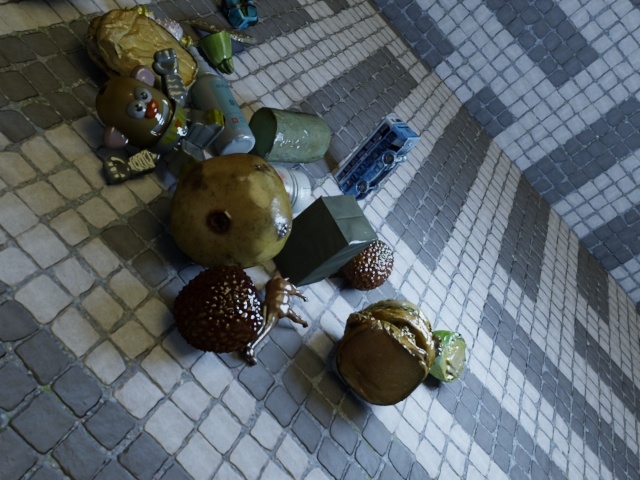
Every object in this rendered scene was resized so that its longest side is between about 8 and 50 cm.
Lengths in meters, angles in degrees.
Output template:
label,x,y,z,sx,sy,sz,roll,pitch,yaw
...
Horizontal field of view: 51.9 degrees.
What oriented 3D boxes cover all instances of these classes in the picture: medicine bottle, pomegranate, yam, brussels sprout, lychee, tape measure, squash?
label,x,y,z,sx,sy,sz,roll,pitch,yaw
medicine bottle,-0.151,-0.138,1.749,0.252,0.144,0.144,-4,61,-51
medicine bottle,-0.302,-0.397,1.848,0.110,0.110,0.351,-4,61,-52
pomegranate,-0.204,-0.062,1.492,0.281,0.281,0.281,31,38,-28
yam,-0.102,-0.311,1.966,0.268,0.161,0.161,-6,63,-52
brussels sprout,0.348,0.334,1.916,0.149,0.122,0.151,-1,94,-43
lychee,-0.218,0.147,1.372,0.188,0.188,0.188,31,38,-28
lychee,0.114,0.070,1.869,0.165,0.198,0.165,59,-1,2
tape measure,-0.283,-0.811,2.303,0.125,0.081,0.146,58,33,4
squash,-0.309,-0.567,2.043,0.105,0.105,0.132,-21,92,-56

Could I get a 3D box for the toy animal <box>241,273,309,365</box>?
label,x,y,z,sx,sy,sz,roll,pitch,yaw
toy animal,-0.111,0.186,1.560,0.230,0.066,0.224,18,64,-54

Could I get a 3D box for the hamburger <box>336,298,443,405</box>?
label,x,y,z,sx,sy,sz,roll,pitch,yaw
hamburger,0.176,0.280,1.645,0.211,0.261,0.244,-60,140,-71

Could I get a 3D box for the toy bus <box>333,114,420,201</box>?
label,x,y,z,sx,sy,sz,roll,pitch,yaw
toy bus,0.179,-0.260,2.130,0.131,0.297,0.106,53,32,14

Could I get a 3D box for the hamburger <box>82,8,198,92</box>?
label,x,y,z,sx,sy,sz,roll,pitch,yaw
hamburger,-0.463,-0.465,1.695,0.283,0.145,0.259,49,37,-11

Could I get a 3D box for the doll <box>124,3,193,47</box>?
label,x,y,z,sx,sy,sz,roll,pitch,yaw
doll,-0.466,-0.612,1.890,0.207,0.081,0.129,24,23,-32

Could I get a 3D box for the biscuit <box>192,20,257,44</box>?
label,x,y,z,sx,sy,sz,roll,pitch,yaw
biscuit,-0.288,-0.673,2.155,0.133,0.032,0.250,29,20,32

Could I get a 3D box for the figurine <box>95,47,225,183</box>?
label,x,y,z,sx,sy,sz,roll,pitch,yaw
figurine,-0.388,-0.275,1.541,0.285,0.167,0.342,32,48,-33

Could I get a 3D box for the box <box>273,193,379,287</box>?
label,x,y,z,sx,sy,sz,roll,pitch,yaw
box,0.000,0.000,1.713,0.149,0.231,0.155,-11,66,-54
